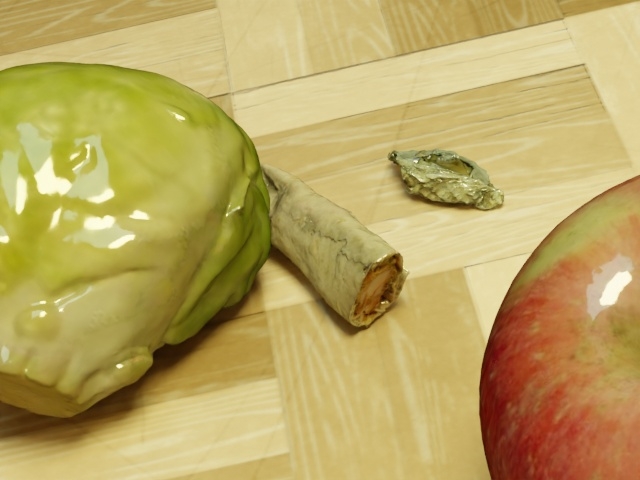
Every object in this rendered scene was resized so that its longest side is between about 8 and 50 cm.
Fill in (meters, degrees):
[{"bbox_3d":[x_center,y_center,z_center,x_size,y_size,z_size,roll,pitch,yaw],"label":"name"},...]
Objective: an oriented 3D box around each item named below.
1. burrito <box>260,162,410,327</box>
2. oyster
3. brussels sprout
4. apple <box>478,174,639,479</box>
[{"bbox_3d":[0.000,0.000,1.442,0.060,0.087,0.226,-20,34,-23],"label":"burrito"},{"bbox_3d":[0.107,-0.056,1.524,0.098,0.037,0.100,7,18,-4],"label":"oyster"},{"bbox_3d":[-0.200,-0.011,1.400,0.273,0.243,0.316,36,61,15],"label":"brussels sprout"},{"bbox_3d":[0.263,0.115,1.095,0.344,0.269,0.345,-21,43,21],"label":"apple"}]
